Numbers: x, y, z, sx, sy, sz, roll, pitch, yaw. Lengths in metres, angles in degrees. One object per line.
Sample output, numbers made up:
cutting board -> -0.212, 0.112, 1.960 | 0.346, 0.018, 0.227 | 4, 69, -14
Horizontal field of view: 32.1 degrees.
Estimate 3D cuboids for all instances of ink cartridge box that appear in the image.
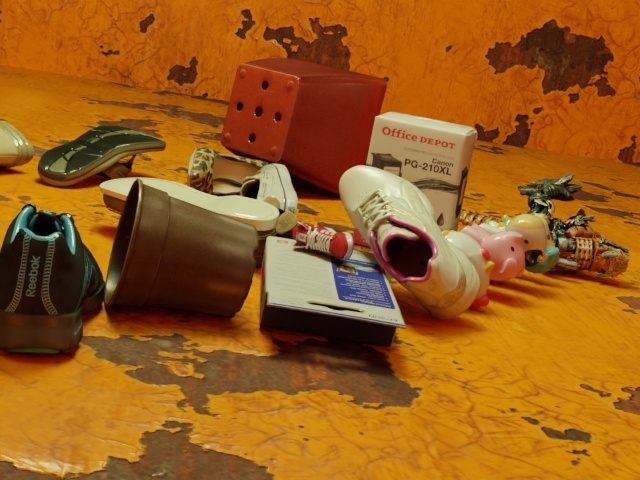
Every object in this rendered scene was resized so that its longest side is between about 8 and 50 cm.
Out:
ink cartridge box -> 0.007, 0.073, 1.517 | 0.175, 0.069, 0.371 | 10, 10, -5
ink cartridge box -> 0.167, -0.097, 1.980 | 0.172, 0.237, 0.100 | 13, 13, 16

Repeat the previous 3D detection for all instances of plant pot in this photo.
plant pot -> -0.058, -0.257, 2.379 | 0.267, 0.267, 0.235 | 20, 10, 38
plant pot -> -0.175, 0.020, 1.419 | 0.165, 0.167, 0.167 | 13, 11, -17

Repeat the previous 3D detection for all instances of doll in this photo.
doll -> -0.054, -0.021, 1.838 | 0.129, 0.046, 0.189 | 43, -1, 10

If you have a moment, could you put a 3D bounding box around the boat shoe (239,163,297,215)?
boat shoe -> -0.108, -0.084, 2.062 | 0.088, 0.096, 0.267 | 11, 20, -15

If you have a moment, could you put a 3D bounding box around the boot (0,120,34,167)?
boot -> -0.687, -0.191, 2.059 | 0.262, 0.095, 0.203 | 17, 15, 23

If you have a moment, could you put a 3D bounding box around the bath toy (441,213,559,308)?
bath toy -> 0.280, 0.029, 1.803 | 0.129, 0.151, 0.348 | 52, 27, 14

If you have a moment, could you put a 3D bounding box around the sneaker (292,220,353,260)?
sneaker -> 0.000, 0.000, 1.600 | 0.067, 0.042, 0.118 | 10, 4, -23

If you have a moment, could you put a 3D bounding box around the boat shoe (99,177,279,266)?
boat shoe -> -0.212, -0.031, 1.748 | 0.305, 0.091, 0.109 | 13, 25, 17

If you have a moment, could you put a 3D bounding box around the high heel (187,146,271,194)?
high heel -> -0.159, -0.127, 2.192 | 0.186, 0.093, 0.261 | 9, 7, 4

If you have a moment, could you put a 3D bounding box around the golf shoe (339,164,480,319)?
golf shoe -> 0.112, -0.020, 1.630 | 0.306, 0.115, 0.140 | 50, 12, 35

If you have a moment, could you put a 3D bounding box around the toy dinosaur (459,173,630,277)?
toy dinosaur -> 0.415, -0.021, 2.079 | 0.322, 0.164, 0.218 | 32, 32, 2

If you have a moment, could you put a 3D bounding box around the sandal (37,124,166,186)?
sandal -> -0.427, -0.153, 2.148 | 0.120, 0.086, 0.302 | 24, 33, 29

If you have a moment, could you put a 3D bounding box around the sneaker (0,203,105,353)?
sneaker -> -0.315, 0.022, 1.324 | 0.125, 0.140, 0.341 | 4, 12, -13
